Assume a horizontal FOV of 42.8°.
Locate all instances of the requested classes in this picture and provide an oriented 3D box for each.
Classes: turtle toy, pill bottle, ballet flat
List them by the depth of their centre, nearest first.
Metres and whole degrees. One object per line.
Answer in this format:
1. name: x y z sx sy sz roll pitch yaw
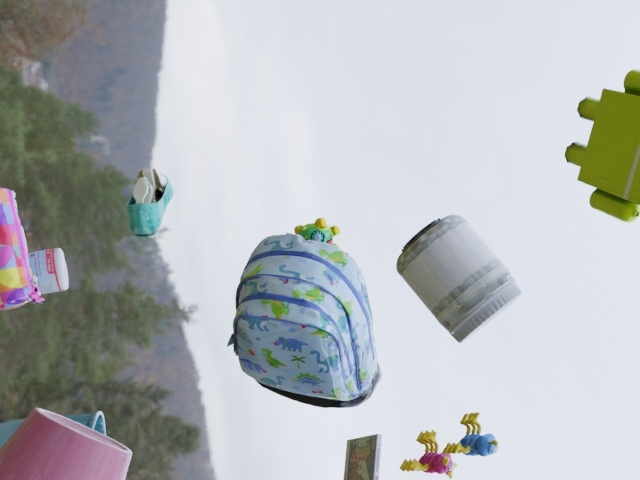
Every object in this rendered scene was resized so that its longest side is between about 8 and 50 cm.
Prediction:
1. pill bottle: -0.587 0.069 1.618 0.087 0.160 0.087 170 -90 -78
2. ballet flat: -0.344 -0.098 1.657 0.247 0.083 0.087 -98 -174 -61
3. turtle toy: 0.000 0.000 1.963 0.095 0.130 0.066 -19 -126 40

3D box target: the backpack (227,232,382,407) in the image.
1. backpack: -0.033 0.152 1.522 0.273 0.290 0.356 -55 155 -52

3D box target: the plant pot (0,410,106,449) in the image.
1. plant pot: -0.477 0.400 1.260 0.271 0.255 0.272 -177 -90 -81

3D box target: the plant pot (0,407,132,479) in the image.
1. plant pot: -0.319 0.304 0.953 0.180 0.201 0.201 -65 -169 -14

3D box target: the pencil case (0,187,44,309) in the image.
1. pencil case: -0.589 0.017 1.521 0.104 0.104 0.236 141 -69 -70

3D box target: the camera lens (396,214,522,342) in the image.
1. camera lens: 0.343 0.089 2.060 0.274 0.219 0.219 51 -27 14

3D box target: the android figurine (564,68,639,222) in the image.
1. android figurine: 0.520 -0.155 1.353 0.273 0.056 0.248 35 -62 60

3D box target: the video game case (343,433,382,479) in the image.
1. video game case: 0.122 0.679 2.440 0.201 0.023 0.183 -35 -136 58

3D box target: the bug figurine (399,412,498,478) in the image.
1. bug figurine: 0.192 0.425 1.397 0.072 0.279 0.216 43 -25 -11
